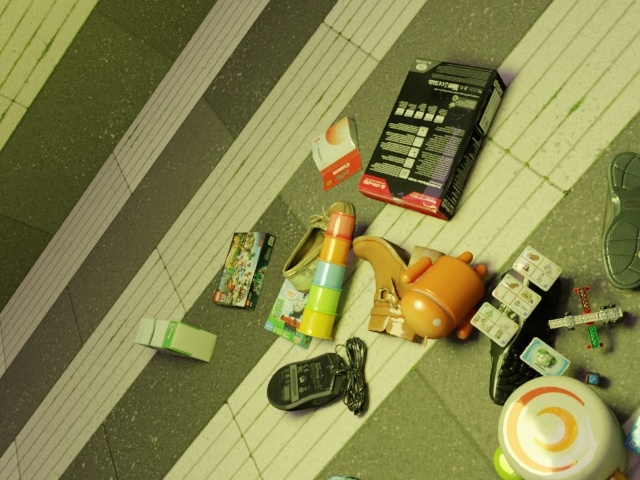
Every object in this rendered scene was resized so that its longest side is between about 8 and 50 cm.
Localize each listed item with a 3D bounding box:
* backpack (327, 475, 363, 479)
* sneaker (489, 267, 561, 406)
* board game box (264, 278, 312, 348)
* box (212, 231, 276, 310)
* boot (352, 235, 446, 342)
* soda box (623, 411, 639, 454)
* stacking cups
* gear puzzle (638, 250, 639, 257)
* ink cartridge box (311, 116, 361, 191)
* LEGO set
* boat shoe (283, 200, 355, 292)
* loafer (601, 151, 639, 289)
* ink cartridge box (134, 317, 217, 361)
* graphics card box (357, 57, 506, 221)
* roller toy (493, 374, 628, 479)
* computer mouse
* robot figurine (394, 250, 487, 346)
[{"bbox_3d":[0.051,0.560,1.471,0.114,0.084,0.104,-5,63,47],"label":"backpack"},{"bbox_3d":[0.382,0.186,1.349,0.124,0.107,0.283,-3,64,66],"label":"sneaker"},{"bbox_3d":[-0.053,0.165,1.831,0.160,0.039,0.211,17,80,49],"label":"board game box"},{"bbox_3d":[-0.231,0.089,2.052,0.159,0.044,0.232,0,69,46],"label":"box"},{"bbox_3d":[0.157,0.112,1.613,0.284,0.109,0.220,14,83,41],"label":"boot"},{"bbox_3d":[0.578,0.261,1.103,0.067,0.071,0.210,27,89,49],"label":"soda box"},{"bbox_3d":[0.026,0.087,1.720,0.096,0.096,0.316,13,86,48],"label":"stacking cups"},{"bbox_3d":[0.694,0.050,1.093,0.175,0.044,0.339,-49,49,2],"label":"gear puzzle"},{"bbox_3d":[0.042,-0.248,1.960,0.145,0.045,0.179,-30,47,32],"label":"ink cartridge box"},{"bbox_3d":[0.431,0.152,1.257,0.244,0.060,0.182,37,96,15],"label":"LEGO set"},{"bbox_3d":[0.000,0.000,1.796,0.105,0.089,0.285,2,55,43],"label":"boat shoe"},{"bbox_3d":[0.575,-0.031,1.280,0.096,0.084,0.267,5,73,14],"label":"loafer"},{"bbox_3d":[-0.440,0.299,2.069,0.209,0.153,0.086,-1,67,44],"label":"ink cartridge box"},{"bbox_3d":[0.268,-0.249,1.654,0.233,0.094,0.370,19,84,35],"label":"graphics card box"},{"bbox_3d":[0.418,0.341,1.168,0.209,0.146,0.191,0,61,38],"label":"roller toy"},{"bbox_3d":[-0.004,0.353,1.662,0.272,0.072,0.188,-17,54,25],"label":"computer mouse"},{"bbox_3d":[0.258,0.120,1.437,0.219,0.158,0.128,-43,34,-20],"label":"robot figurine"}]
